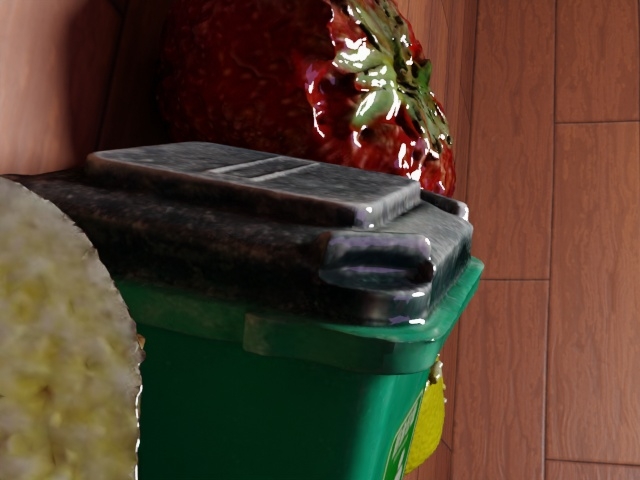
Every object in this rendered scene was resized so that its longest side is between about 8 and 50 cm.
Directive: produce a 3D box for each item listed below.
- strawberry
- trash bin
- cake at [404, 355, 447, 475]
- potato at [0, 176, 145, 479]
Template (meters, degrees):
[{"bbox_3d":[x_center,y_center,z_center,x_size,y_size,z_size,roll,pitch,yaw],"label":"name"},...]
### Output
[{"bbox_3d":[-0.021,-0.113,0.773,0.274,0.220,0.274,43,34,-39],"label":"strawberry"},{"bbox_3d":[-0.077,0.137,0.580,0.259,0.295,0.381,-25,125,-73],"label":"trash bin"},{"bbox_3d":[0.046,0.142,1.038,0.261,0.179,0.156,-101,176,-49],"label":"cake"},{"bbox_3d":[-0.189,0.108,0.306,0.116,0.239,0.299,126,-24,-51],"label":"potato"}]
